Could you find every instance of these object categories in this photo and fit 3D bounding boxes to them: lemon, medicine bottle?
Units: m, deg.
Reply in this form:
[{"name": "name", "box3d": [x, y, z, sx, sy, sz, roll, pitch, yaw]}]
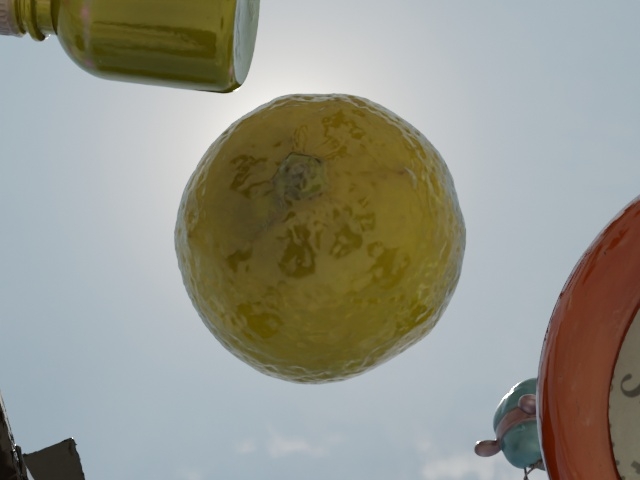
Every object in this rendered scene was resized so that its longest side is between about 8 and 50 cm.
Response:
[{"name": "lemon", "box3d": [0.000, 0.000, 1.565, 0.336, 0.336, 0.336, -2, -137, 2]}, {"name": "medicine bottle", "box3d": [-0.160, -0.184, 1.138, 0.212, 0.122, 0.122, 7, -135, 6]}]

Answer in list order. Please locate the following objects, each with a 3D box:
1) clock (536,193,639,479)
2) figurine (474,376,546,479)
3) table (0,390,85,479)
[{"name": "clock", "box3d": [0.187, 0.063, 0.600, 0.205, 0.205, 0.051, -10, -173, -6]}, {"name": "figurine", "box3d": [0.290, 0.230, 1.571, 0.260, 0.205, 0.103, 19, -127, -15]}, {"name": "table", "box3d": [-0.233, 0.179, 0.832, 0.196, 0.251, 0.282, -22, -135, -6]}]
